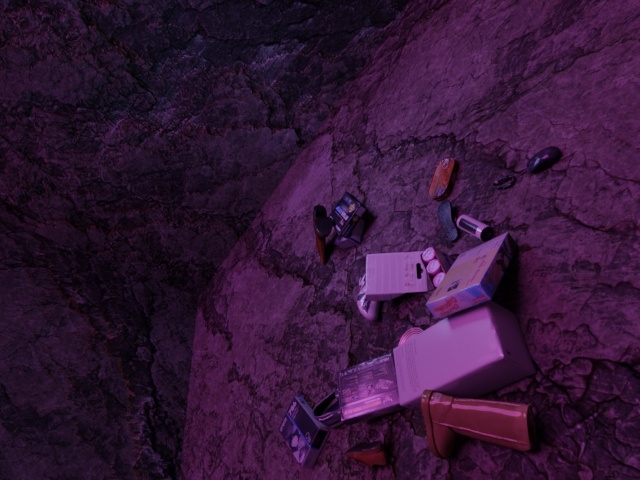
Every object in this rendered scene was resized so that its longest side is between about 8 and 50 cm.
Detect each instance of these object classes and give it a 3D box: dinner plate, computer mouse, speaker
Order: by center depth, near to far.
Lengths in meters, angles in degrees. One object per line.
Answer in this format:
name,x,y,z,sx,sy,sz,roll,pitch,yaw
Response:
computer mouse,0.670,-0.238,1.455,0.242,0.041,0.071,-34,38,45
speaker,0.529,-0.044,1.510,0.055,0.055,0.136,-58,27,9
dinner plate,0.323,0.373,1.532,0.141,0.017,0.141,-43,31,34

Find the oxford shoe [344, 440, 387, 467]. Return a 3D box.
oxford shoe,0.148,0.721,1.470,0.212,0.076,0.076,-41,72,55

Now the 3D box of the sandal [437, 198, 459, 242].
sandal,0.484,-0.071,1.646,0.067,0.040,0.180,-42,47,46

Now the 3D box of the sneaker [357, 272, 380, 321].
sneaker,0.227,0.199,1.781,0.153,0.094,0.235,-53,16,37

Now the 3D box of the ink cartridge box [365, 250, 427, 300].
ink cartridge box,0.291,0.137,1.705,0.232,0.066,0.189,-2,53,11

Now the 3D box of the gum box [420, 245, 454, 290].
gum box,0.419,0.108,1.506,0.062,0.107,0.189,-48,29,27

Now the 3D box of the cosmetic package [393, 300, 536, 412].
cosmetic package,0.394,0.345,1.273,0.365,0.155,0.197,-41,33,36

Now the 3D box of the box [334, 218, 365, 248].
box,0.145,-0.039,2.181,0.137,0.072,0.126,-22,47,52

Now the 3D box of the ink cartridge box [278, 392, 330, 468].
ink cartridge box,-0.086,0.778,1.841,0.166,0.065,0.332,-65,25,-3

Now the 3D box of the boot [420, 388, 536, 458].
boot,0.409,0.500,1.136,0.269,0.236,0.089,-3,29,37

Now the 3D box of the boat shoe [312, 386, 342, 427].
boat shoe,0.092,0.596,1.644,0.319,0.099,0.116,-46,27,28

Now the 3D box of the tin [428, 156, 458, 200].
tin,0.497,-0.248,1.783,0.106,0.040,0.190,0,65,57

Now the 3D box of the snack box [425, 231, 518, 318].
snack box,0.456,0.099,1.312,0.187,0.060,0.322,-34,3,44

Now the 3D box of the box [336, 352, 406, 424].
box,0.173,0.515,1.528,0.230,0.056,0.183,-26,45,20

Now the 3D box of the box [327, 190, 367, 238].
box,0.127,-0.129,2.159,0.175,0.051,0.220,-55,26,12

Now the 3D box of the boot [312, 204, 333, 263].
boot,0.000,0.000,2.247,0.264,0.096,0.281,-116,23,-55
